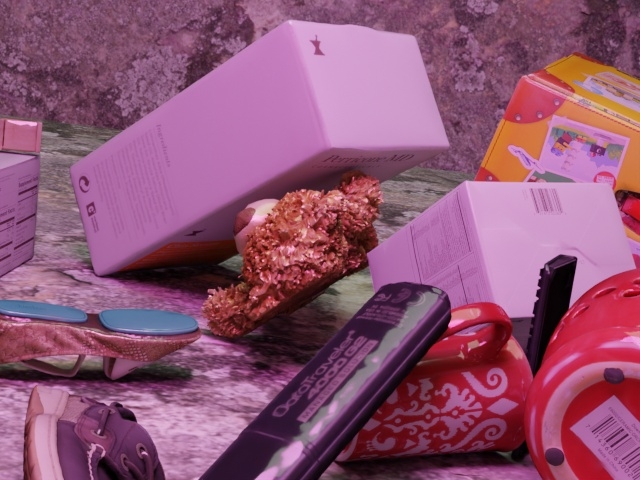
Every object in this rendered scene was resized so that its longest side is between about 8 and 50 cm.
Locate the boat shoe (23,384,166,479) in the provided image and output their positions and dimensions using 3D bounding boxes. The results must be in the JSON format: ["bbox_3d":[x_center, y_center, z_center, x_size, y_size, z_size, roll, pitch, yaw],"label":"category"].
[{"bbox_3d":[-0.148,0.159,0.752,0.092,0.103,0.285,-1,7,-15],"label":"boat shoe"}]

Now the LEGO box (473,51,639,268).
[{"bbox_3d":[0.487,-0.050,1.489,0.500,0.193,0.372,27,21,14],"label":"LEGO box"}]

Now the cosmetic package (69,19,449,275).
[{"bbox_3d":[-0.091,-0.103,1.453,0.230,0.161,0.453,-5,-16,-47],"label":"cosmetic package"}]

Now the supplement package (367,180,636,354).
[{"bbox_3d":[0.190,0.043,1.210,0.194,0.149,0.203,0,-22,-30],"label":"supplement package"}]

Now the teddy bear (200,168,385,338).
[{"bbox_3d":[-0.027,0.011,1.298,0.245,0.113,0.338,-36,-7,22],"label":"teddy bear"}]

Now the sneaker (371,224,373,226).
[{"bbox_3d":[0.000,0.000,1.734,0.106,0.078,0.234,15,15,26],"label":"sneaker"}]

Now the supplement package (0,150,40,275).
[{"bbox_3d":[-0.518,-0.046,1.460,0.262,0.145,0.204,8,11,2],"label":"supplement package"}]

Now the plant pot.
[{"bbox_3d":[0.268,0.131,0.932,0.191,0.191,0.174,11,16,20],"label":"plant pot"}]

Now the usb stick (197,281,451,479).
[{"bbox_3d":[0.005,0.123,0.861,0.077,0.045,0.278,7,39,40],"label":"usb stick"}]

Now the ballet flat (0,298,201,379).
[{"bbox_3d":[-0.220,0.099,1.101,0.206,0.067,0.073,7,15,-16],"label":"ballet flat"}]

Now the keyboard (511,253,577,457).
[{"bbox_3d":[0.206,0.103,1.054,0.023,0.180,0.108,14,13,27],"label":"keyboard"}]

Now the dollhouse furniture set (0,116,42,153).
[{"bbox_3d":[-0.445,-0.194,1.453,0.182,0.161,0.101,4,11,-14],"label":"dollhouse furniture set"}]

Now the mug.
[{"bbox_3d":[0.087,0.120,0.998,0.169,0.150,0.113,-3,12,-25],"label":"mug"}]
